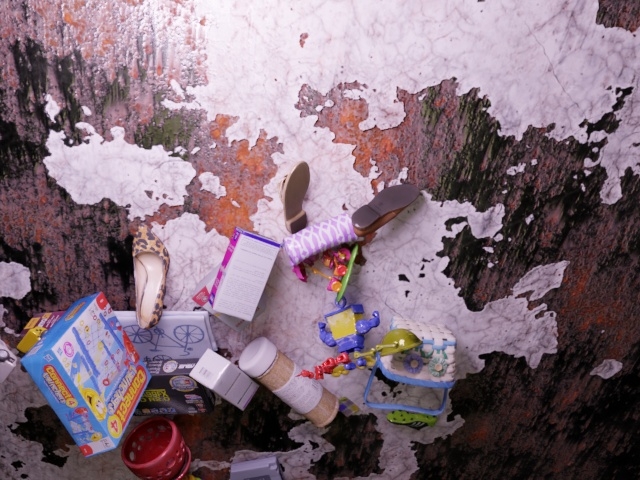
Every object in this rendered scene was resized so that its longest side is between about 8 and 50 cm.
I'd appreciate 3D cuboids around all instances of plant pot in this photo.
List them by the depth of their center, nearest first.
[{"bbox_3d":[-0.540,0.718,1.768,0.191,0.191,0.174,-12,123,5],"label":"plant pot"}]

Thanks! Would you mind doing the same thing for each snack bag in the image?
[{"bbox_3d":[-0.469,0.335,1.610,0.323,0.037,0.342,-2,130,3],"label":"snack bag"}]

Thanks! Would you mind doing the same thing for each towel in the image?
[{"bbox_3d":[0.088,0.568,1.808,0.060,0.009,0.083,-35,115,17],"label":"towel"}]

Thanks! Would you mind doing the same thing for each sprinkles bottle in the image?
[{"bbox_3d":[-0.093,0.450,1.669,0.121,0.121,0.355,-37,114,17],"label":"sprinkles bottle"}]

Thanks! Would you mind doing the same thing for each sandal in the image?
[{"bbox_3d":[-0.084,-0.119,1.374,0.088,0.079,0.240,-34,145,-30],"label":"sandal"}]

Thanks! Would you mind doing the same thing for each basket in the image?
[{"bbox_3d":[0.276,0.389,1.603,0.255,0.201,0.289,7,109,-7],"label":"basket"}]

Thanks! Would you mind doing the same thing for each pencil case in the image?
[{"bbox_3d":[0.000,0.000,1.413,0.206,0.086,0.088,-23,125,-6],"label":"pencil case"}]

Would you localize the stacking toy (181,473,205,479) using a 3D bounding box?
[{"bbox_3d":[-0.464,0.925,1.929,0.302,0.165,0.175,21,114,-30],"label":"stacking toy"}]

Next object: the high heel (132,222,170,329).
[{"bbox_3d":[-0.465,0.101,1.416,0.093,0.186,0.261,-3,120,-1],"label":"high heel"}]

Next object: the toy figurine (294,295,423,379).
[{"bbox_3d":[0.085,0.248,1.508,0.363,0.217,0.191,-27,152,32],"label":"toy figurine"}]

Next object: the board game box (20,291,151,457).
[{"bbox_3d":[-0.589,0.336,1.379,0.086,0.308,0.302,-20,110,7],"label":"board game box"}]

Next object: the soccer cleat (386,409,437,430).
[{"bbox_3d":[0.314,0.622,1.821,0.179,0.060,0.072,2,121,-7],"label":"soccer cleat"}]

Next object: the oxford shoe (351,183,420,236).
[{"bbox_3d":[0.169,-0.080,1.390,0.212,0.076,0.076,-30,149,-14],"label":"oxford shoe"}]

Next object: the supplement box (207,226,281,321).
[{"bbox_3d":[-0.205,0.087,1.409,0.114,0.111,0.220,20,91,-22],"label":"supplement box"}]

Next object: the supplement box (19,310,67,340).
[{"bbox_3d":[-0.752,0.265,1.547,0.188,0.104,0.080,-6,119,1],"label":"supplement box"}]

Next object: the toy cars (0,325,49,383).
[{"bbox_3d":[-0.823,0.303,1.462,0.394,0.087,0.176,0,112,2],"label":"toy cars"}]

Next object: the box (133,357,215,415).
[{"bbox_3d":[-0.484,0.461,1.652,0.270,0.060,0.216,-3,130,4],"label":"box"}]

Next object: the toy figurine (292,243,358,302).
[{"bbox_3d":[0.004,0.067,1.473,0.159,0.130,0.173,19,96,-2],"label":"toy figurine"}]

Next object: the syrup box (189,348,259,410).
[{"bbox_3d":[-0.283,0.423,1.593,0.093,0.096,0.237,23,157,28],"label":"syrup box"}]

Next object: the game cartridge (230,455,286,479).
[{"bbox_3d":[-0.224,0.925,1.977,0.198,0.062,0.297,-9,120,8],"label":"game cartridge"}]

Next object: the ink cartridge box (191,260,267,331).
[{"bbox_3d":[-0.259,0.164,1.526,0.127,0.072,0.175,-41,113,19],"label":"ink cartridge box"}]
